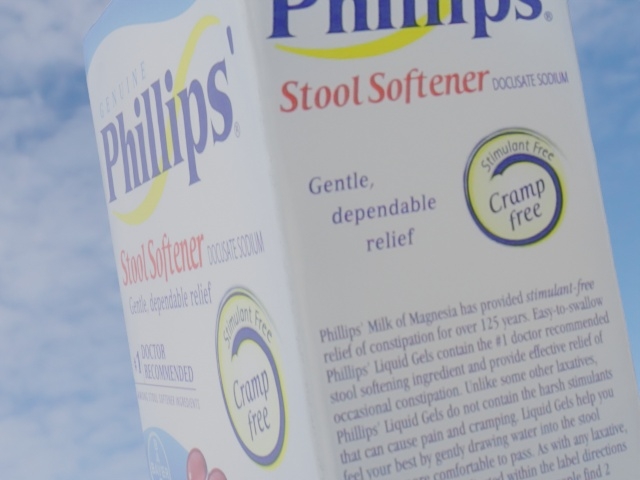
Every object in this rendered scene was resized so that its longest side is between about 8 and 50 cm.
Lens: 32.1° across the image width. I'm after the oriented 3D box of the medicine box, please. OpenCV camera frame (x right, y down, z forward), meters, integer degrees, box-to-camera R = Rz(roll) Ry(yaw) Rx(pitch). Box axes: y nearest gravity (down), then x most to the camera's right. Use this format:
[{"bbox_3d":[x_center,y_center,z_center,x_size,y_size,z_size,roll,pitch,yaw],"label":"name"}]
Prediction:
[{"bbox_3d":[0.000,0.000,0.543,0.149,0.289,0.263,-9,-2,-24],"label":"medicine box"}]
